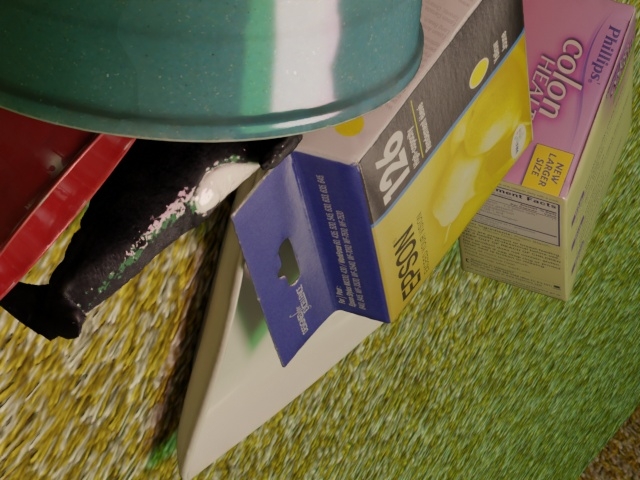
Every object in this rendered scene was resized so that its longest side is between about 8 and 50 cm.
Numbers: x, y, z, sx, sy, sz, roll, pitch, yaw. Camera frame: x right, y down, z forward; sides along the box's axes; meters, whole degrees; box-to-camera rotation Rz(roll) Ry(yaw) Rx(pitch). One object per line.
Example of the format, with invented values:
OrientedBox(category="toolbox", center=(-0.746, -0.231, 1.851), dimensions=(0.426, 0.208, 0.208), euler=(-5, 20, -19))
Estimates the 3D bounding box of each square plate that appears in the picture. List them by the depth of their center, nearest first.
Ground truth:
OrientedBox(category="square plate", center=(0.000, 0.000, 1.677), dimensions=(0.344, 0.049, 0.347), euler=(-36, 151, -47))

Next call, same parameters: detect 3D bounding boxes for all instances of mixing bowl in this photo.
OrientedBox(category="mixing bowl", center=(-0.179, -0.049, 1.077), dimensions=(0.181, 0.098, 0.181), euler=(-51, 180, 0))

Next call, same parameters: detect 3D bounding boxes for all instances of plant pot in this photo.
OrientedBox(category="plant pot", center=(-0.067, -0.221, 0.919), dimensions=(0.271, 0.271, 0.255), euler=(-34, 140, -49))

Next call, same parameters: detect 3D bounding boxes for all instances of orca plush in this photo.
OrientedBox(category="orca plush", center=(-0.119, -0.062, 1.307), dimensions=(0.287, 0.102, 0.151), euler=(-41, -160, -17))

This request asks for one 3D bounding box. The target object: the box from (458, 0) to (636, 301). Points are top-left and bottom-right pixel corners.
OrientedBox(category="box", center=(0.218, -0.093, 1.889), dimensions=(0.243, 0.117, 0.214), euler=(75, 35, -65))

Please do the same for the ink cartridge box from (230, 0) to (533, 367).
OrientedBox(category="ink cartridge box", center=(0.063, -0.056, 1.580), dimensions=(0.307, 0.072, 0.304), euler=(-54, 160, -17))
